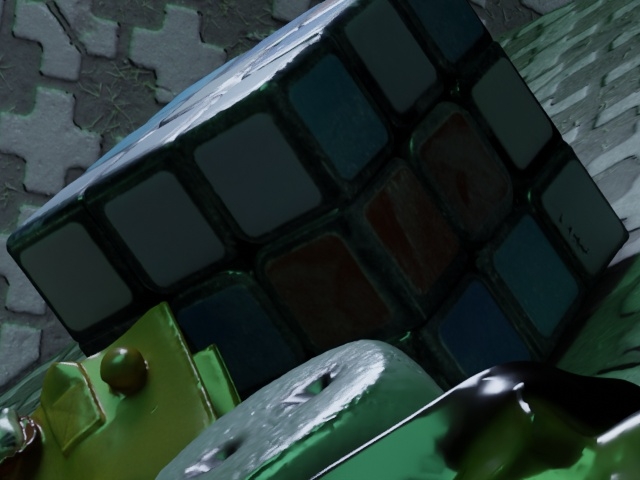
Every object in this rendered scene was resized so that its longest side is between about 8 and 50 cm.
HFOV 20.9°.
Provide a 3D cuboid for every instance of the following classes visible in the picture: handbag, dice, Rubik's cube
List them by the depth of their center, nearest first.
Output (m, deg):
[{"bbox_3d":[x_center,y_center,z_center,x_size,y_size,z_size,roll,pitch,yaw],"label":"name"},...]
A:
[{"bbox_3d":[0.017,0.185,1.047,0.192,0.193,0.194,-34,10,-6],"label":"dice"},{"bbox_3d":[-0.223,0.250,1.329,0.401,0.133,0.283,-36,40,8],"label":"handbag"},{"bbox_3d":[0.000,0.000,1.544,0.362,0.359,0.363,-24,13,41],"label":"Rubik's cube"}]

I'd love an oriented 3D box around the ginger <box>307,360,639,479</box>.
[{"bbox_3d":[0.030,0.233,0.681,0.358,0.211,0.413,-24,-30,-8],"label":"ginger"}]
